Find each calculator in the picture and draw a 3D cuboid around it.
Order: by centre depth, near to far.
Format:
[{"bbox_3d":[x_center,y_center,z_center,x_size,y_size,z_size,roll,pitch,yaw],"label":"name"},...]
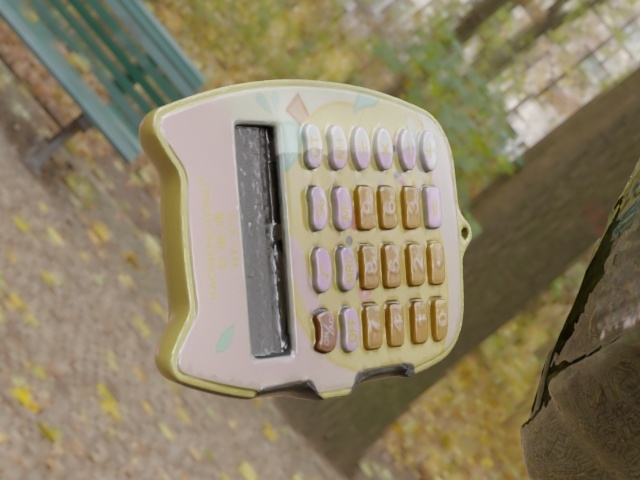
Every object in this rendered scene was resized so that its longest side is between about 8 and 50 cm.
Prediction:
[{"bbox_3d":[0.000,0.000,0.745,0.236,0.033,0.157,-1,86,-47],"label":"calculator"}]

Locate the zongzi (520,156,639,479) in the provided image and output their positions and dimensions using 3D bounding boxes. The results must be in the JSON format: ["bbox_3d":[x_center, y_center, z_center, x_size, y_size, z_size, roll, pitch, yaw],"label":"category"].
[{"bbox_3d":[0.163,-0.061,0.296,0.125,0.251,0.274,27,-27,0],"label":"zongzi"}]
